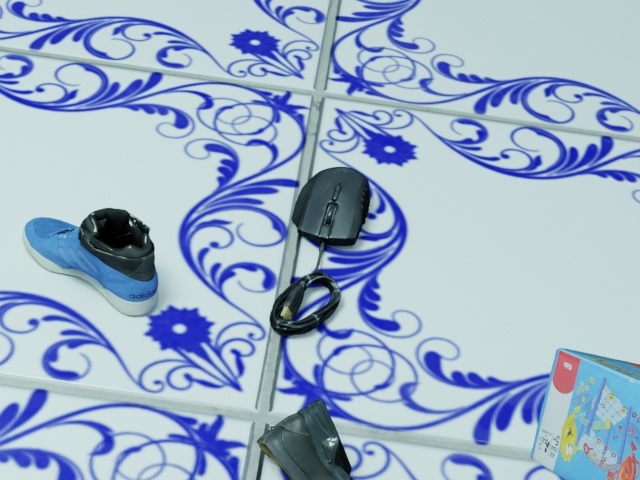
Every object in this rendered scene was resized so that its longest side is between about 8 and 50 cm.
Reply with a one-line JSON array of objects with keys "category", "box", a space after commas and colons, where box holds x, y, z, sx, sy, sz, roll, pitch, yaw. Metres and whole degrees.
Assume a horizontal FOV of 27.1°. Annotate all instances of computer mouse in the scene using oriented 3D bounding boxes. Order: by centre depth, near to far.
[{"category": "computer mouse", "box": [0.000, 0.000, 1.233, 0.071, 0.041, 0.242, 12, 39, 4]}]

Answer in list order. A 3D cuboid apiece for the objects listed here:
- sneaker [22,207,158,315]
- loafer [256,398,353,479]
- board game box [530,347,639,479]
[{"category": "sneaker", "box": [-0.202, -0.004, 1.166, 0.152, 0.085, 0.058, 32, 44, 28]}, {"category": "loafer", "box": [0.002, 0.196, 0.983, 0.061, 0.062, 0.170, -23, 40, -2]}, {"category": "board game box", "box": [0.344, 0.166, 0.872, 0.302, 0.086, 0.308, 13, 3, -18]}]
